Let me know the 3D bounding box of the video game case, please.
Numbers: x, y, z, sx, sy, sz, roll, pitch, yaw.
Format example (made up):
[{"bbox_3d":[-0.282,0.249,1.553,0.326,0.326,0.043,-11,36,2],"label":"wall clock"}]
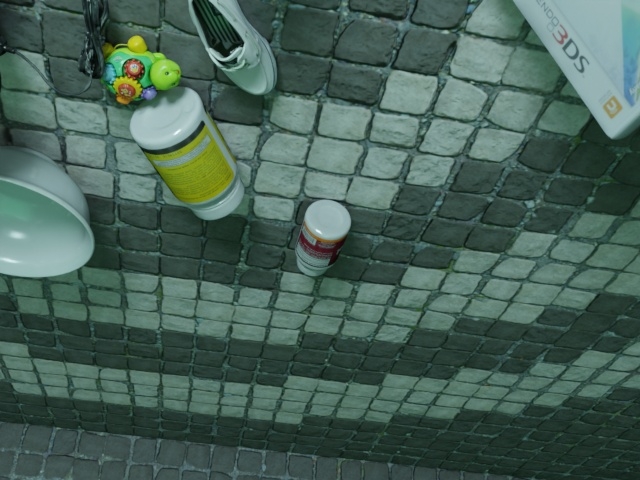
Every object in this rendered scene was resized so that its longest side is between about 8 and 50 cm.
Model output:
[{"bbox_3d":[0.325,-0.318,0.759,0.036,0.300,0.329,-13,155,-32],"label":"video game case"}]

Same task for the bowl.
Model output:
[{"bbox_3d":[-0.529,-0.068,1.309,0.297,0.134,0.298,2,145,1],"label":"bowl"}]

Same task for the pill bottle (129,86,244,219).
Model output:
[{"bbox_3d":[-0.203,-0.131,1.203,0.119,0.119,0.208,-8,143,15],"label":"pill bottle"}]

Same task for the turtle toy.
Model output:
[{"bbox_3d":[-0.262,-0.240,1.098,0.130,0.066,0.095,-8,144,16],"label":"turtle toy"}]

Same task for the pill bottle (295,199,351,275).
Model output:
[{"bbox_3d":[0.000,0.000,1.403,0.086,0.086,0.152,9,145,-8],"label":"pill bottle"}]

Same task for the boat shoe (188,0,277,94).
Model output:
[{"bbox_3d":[-0.128,-0.268,1.039,0.083,0.076,0.226,-11,142,20],"label":"boat shoe"}]

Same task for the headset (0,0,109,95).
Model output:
[{"bbox_3d":[-0.479,-0.262,0.973,0.394,0.243,0.185,2,128,-23],"label":"headset"}]
